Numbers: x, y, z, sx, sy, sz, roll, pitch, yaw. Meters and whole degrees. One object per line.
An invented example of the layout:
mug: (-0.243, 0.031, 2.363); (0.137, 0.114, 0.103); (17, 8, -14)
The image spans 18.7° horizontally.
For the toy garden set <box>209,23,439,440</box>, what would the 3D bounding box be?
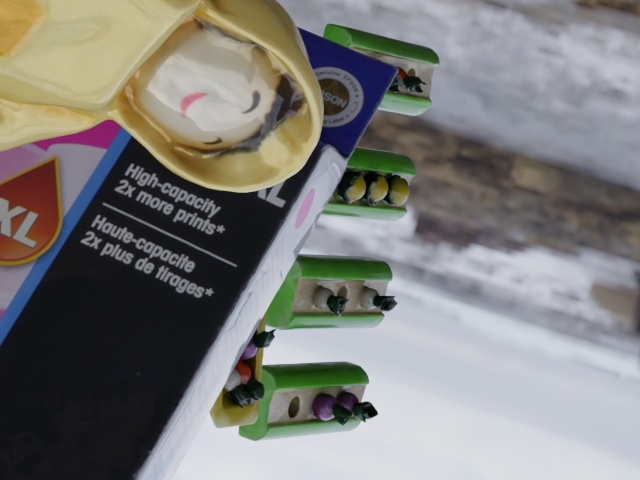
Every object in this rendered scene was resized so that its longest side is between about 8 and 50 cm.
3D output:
toy garden set: (0.000, 0.000, 1.109); (0.049, 0.244, 0.204); (15, -174, 31)

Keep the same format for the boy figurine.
boy figurine: (-0.114, -0.085, 0.708); (0.285, 0.177, 0.092); (24, -153, -44)

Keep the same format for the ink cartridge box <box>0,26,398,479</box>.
ink cartridge box: (-0.118, 0.015, 0.881); (0.176, 0.371, 0.069); (24, 152, 11)
